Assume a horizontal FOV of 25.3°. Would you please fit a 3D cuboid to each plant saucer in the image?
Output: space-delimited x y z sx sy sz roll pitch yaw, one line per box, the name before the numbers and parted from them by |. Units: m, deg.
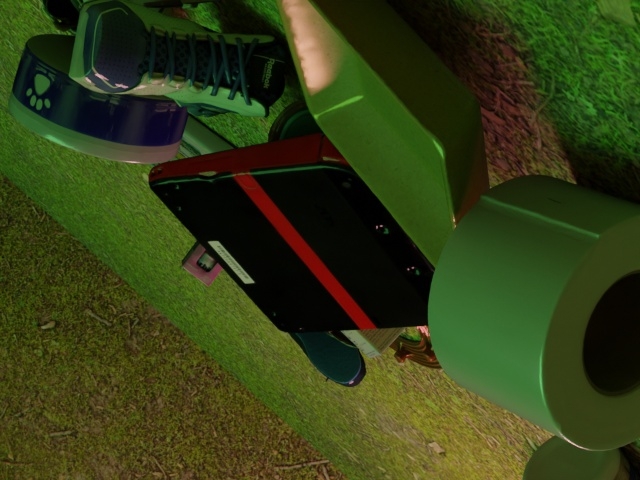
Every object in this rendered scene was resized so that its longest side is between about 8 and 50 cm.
plant saucer | 0.081 -0.138 1.532 0.333 0.081 0.333 53 171 29

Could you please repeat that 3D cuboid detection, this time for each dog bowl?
dog bowl | -0.328 -0.216 2.141 0.265 0.104 0.265 17 -161 -6

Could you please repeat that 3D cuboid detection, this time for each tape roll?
tape roll | 0.253 0.069 1.434 0.169 0.246 0.246 23 155 51

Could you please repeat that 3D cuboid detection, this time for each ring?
ring | 0.078 0.101 2.358 0.336 0.032 0.336 39 164 14

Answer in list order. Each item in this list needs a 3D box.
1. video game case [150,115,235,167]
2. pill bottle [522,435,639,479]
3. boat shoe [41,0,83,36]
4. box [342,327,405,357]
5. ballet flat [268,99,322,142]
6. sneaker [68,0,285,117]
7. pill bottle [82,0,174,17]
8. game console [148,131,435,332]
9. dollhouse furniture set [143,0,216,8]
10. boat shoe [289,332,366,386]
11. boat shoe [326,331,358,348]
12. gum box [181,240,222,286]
video game case | -0.233 -0.149 2.478 0.329 0.036 0.300 37 163 26
pill bottle | 0.420 0.409 2.077 0.265 0.153 0.153 51 163 -28
boat shoe | -0.379 -0.372 2.148 0.109 0.091 0.305 44 165 0
box | 0.076 0.086 2.145 0.137 0.126 0.072 45 166 -1
ballet flat | 0.004 -0.086 1.957 0.342 0.116 0.124 53 -179 -43
sneaker | -0.149 -0.229 1.798 0.182 0.127 0.315 5 177 37
pill bottle | -0.261 -0.306 1.977 0.119 0.119 0.208 40 164 14
game console | 0.000 0.000 1.919 0.342 0.060 0.386 -4 142 33
dollhouse furniture set | -0.160 -0.344 1.830 0.114 0.091 0.081 1 97 37
boat shoe | 0.014 0.184 2.653 0.258 0.109 0.089 52 -179 41
boat shoe | 0.027 0.142 2.531 0.152 0.056 0.049 30 -172 13
gum box | -0.199 0.019 2.610 0.062 0.107 0.188 37 178 -6
